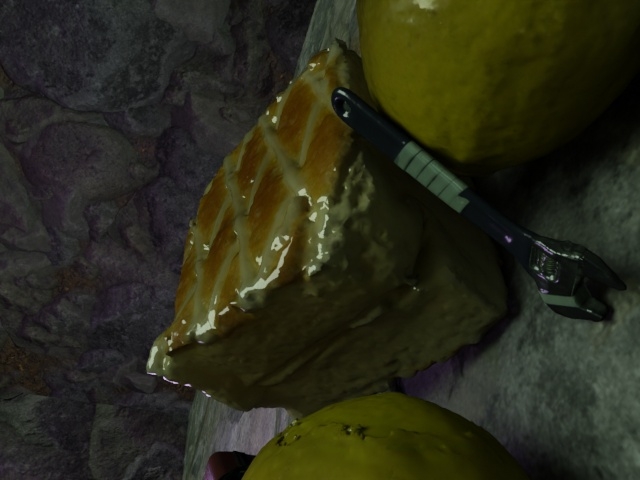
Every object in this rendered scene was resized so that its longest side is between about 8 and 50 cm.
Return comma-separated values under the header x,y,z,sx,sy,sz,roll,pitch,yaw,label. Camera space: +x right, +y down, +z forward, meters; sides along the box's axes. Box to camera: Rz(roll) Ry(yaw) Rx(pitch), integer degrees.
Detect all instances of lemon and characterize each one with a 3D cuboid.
x,y,z,sx,sy,sz,roll,pitch,yaw,label
0.052,0.273,0.459,0.297,0.297,0.297,-167,90,-74,lemon
0.168,-0.214,0.487,0.285,0.285,0.316,-101,-14,-56,lemon

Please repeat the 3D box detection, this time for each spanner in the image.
x,y,z,sx,sy,sz,roll,pitch,yaw,label
0.127,-0.043,0.482,0.024,0.316,0.087,-44,-14,-16,spanner

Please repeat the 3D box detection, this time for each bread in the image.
x,y,z,sx,sy,sz,roll,pitch,yaw,label
0.000,0.000,0.723,0.371,0.279,0.390,-38,34,33,bread

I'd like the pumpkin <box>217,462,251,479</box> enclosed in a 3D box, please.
x,y,z,sx,sy,sz,roll,pitch,yaw,label
-0.112,0.519,0.880,0.315,0.239,0.315,-165,90,-70,pumpkin

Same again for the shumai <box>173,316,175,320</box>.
x,y,z,sx,sy,sz,roll,pitch,yaw,label
-0.153,0.138,1.204,0.397,0.324,0.324,128,154,-51,shumai

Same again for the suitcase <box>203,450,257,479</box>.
x,y,z,sx,sy,sz,roll,pitch,yaw,label
-0.175,0.609,1.176,0.297,0.161,0.236,175,107,-74,suitcase
